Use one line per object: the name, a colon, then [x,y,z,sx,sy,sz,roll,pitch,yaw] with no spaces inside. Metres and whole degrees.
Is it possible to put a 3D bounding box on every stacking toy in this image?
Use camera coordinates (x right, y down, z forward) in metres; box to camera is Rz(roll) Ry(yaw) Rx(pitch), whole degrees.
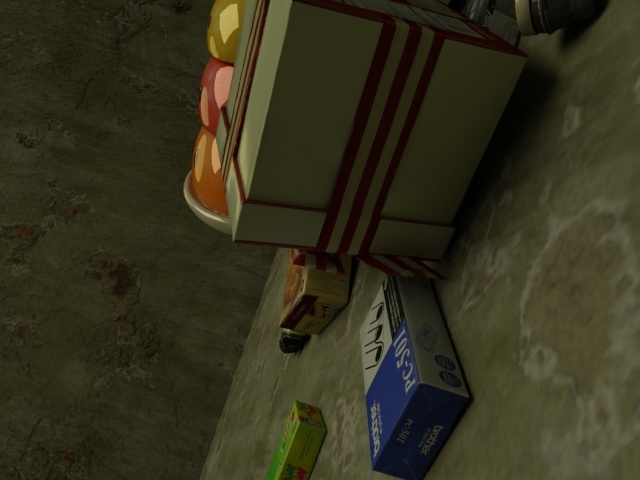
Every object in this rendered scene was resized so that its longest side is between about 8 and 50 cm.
stacking toy: [-0.055,-0.270,0.824,0.351,0.350,0.480,-82,-9,-58]

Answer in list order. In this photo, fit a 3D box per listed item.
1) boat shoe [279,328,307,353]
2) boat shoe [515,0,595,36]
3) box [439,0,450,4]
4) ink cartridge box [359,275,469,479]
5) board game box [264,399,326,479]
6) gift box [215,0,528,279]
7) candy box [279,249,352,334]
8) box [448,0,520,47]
boat shoe: [-0.061,0.220,1.226,0.152,0.056,0.049,103,180,-73]
boat shoe: [0.230,-0.267,0.503,0.064,0.075,0.206,7,65,38]
box: [0.117,-0.344,0.726,0.130,0.091,0.170,-57,16,10]
ink cartridge box: [0.079,0.112,0.539,0.207,0.046,0.097,-88,19,-66]
board game box: [-0.047,0.340,0.835,0.092,0.043,0.181,-153,84,-83]
gift box: [0.042,-0.116,0.593,0.255,0.276,0.258,-104,28,-54]
candy box: [0.000,0.000,1.089,0.183,0.087,0.317,124,156,-57]
box: [0.196,-0.286,0.715,0.183,0.056,0.231,139,151,-74]
